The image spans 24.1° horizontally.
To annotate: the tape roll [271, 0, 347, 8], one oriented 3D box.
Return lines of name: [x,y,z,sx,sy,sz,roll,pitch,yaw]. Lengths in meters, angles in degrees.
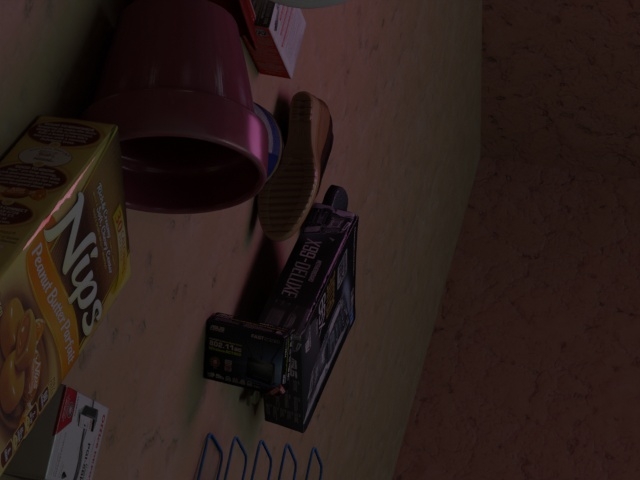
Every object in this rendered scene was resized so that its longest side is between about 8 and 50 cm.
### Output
tape roll: [-0.018,-0.408,1.693,0.169,0.246,0.246,-118,-162,-44]

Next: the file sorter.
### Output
file sorter: [-0.089,0.355,2.207,0.118,0.170,0.104,75,24,-61]

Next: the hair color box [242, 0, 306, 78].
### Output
hair color box: [-0.068,-0.303,2.089,0.167,0.053,0.093,66,37,-70]

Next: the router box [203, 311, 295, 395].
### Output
router box: [-0.101,0.160,2.112,0.038,0.122,0.092,-37,135,-64]

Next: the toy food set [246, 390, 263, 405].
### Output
toy food set: [-0.099,0.217,2.395,0.122,0.019,0.078,-9,108,-76]

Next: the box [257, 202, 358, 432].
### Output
box: [-0.018,0.126,2.385,0.307,0.077,0.242,90,21,-54]

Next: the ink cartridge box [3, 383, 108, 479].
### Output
ink cartridge box: [-0.273,0.203,1.546,0.135,0.056,0.099,54,46,-71]

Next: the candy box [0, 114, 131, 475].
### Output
candy box: [-0.272,0.042,1.366,0.316,0.088,0.183,-63,158,-53]

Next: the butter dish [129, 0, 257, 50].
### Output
butter dish: [-0.151,-0.277,1.630,0.160,0.118,0.160,60,-4,24]

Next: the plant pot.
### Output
plant pot: [-0.152,-0.146,1.559,0.201,0.201,0.180,69,20,-66]

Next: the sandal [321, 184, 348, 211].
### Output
sandal: [0.000,0.001,2.624,0.254,0.054,0.097,99,16,-50]

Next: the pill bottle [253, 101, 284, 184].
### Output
pill bottle: [-0.127,-0.122,1.803,0.219,0.123,0.122,8,92,-77]

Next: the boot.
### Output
boot: [-0.024,-0.094,2.340,0.207,0.090,0.248,59,42,-71]
